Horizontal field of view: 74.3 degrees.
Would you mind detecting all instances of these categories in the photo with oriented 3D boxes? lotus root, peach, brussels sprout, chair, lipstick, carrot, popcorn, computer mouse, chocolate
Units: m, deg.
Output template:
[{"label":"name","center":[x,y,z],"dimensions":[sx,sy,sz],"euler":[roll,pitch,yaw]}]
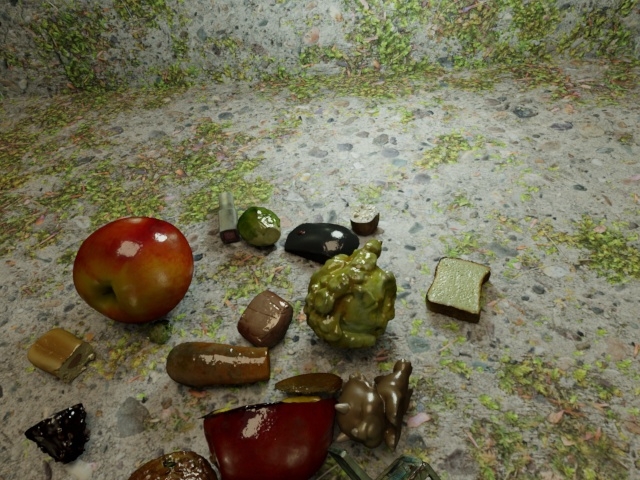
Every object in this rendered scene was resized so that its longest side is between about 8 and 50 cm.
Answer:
[{"label":"lotus root","center":[0.171,-0.084,1.663],"dimensions":[0.112,0.081,0.122],"euler":[24,54,29]},{"label":"peach","center":[-0.104,0.499,1.043],"dimensions":[0.362,0.258,0.201],"euler":[1,68,-27]},{"label":"brussels sprout","center":[-0.531,0.297,1.402],"dimensions":[0.085,0.058,0.085],"euler":[5,33,-4]},{"label":"chair","center":[0.166,0.536,0.951],"dimensions":[0.147,0.136,0.270],"euler":[-35,79,-23]},{"label":"lipstick","center":[-0.383,-0.102,1.751],"dimensions":[0.078,0.078,0.252],"euler":[-12,46,-5]},{"label":"carrot","center":[-0.302,0.365,1.254],"dimensions":[0.302,0.138,0.138],"euler":[-4,46,3]},{"label":"popcorn","center":[0.103,0.174,1.285],"dimensions":[0.336,0.278,0.274],"euler":[-29,4,-33]},{"label":"brussels sprout","center":[-0.239,-0.054,1.649],"dimensions":[0.162,0.143,0.180],"euler":[11,23,-31]},{"label":"peach","center":[-0.602,0.085,1.413],"dimensions":[0.389,0.388,0.388],"euler":[-4,46,4]},{"label":"computer mouse","center":[0.000,-0.003,1.601],"dimensions":[0.296,0.087,0.168],"euler":[13,52,22]},{"label":"chocolate","center":[-0.703,0.542,1.153],"dimensions":[0.156,0.156,0.133],"euler":[-27,76,-18]}]

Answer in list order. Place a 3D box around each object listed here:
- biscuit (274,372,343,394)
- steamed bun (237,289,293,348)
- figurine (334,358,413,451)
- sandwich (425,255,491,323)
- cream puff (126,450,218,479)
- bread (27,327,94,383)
[{"label":"biscuit","center":[-0.019,0.404,1.196],"dimensions":[0.206,0.025,0.126],"euler":[-9,-1,32]},{"label":"steamed bun","center":[-0.170,0.260,1.360],"dimensions":[0.145,0.106,0.175],"euler":[27,64,28]},{"label":"figurine","center":[0.130,0.419,1.089],"dimensions":[0.173,0.177,0.247],"euler":[5,34,22]},{"label":"sandwich","center":[0.457,0.157,1.403],"dimensions":[0.186,0.065,0.214],"euler":[12,49,19]},{"label":"cream puff","center":[-0.347,0.622,0.900],"dimensions":[0.303,0.212,0.302],"euler":[-14,67,36]},{"label":"bread","center":[-0.829,0.364,1.352],"dimensions":[0.173,0.085,0.134],"euler":[19,55,22]}]
